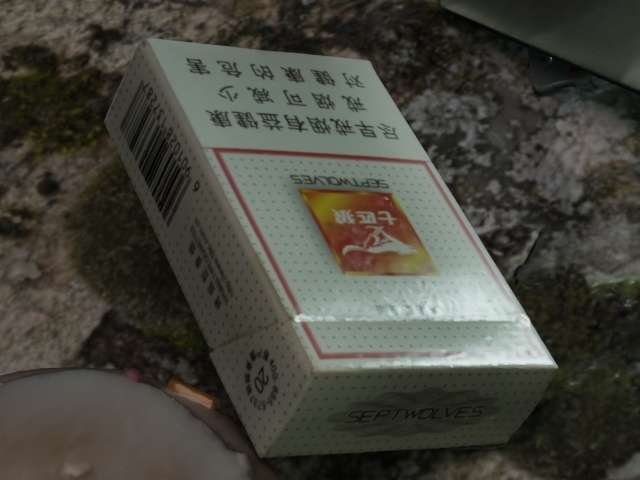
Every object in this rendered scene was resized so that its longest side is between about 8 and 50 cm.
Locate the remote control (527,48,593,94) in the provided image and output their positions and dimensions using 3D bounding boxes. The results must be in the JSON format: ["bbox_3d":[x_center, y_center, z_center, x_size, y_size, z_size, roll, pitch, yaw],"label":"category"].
[{"bbox_3d":[0.191,-0.199,1.448,0.050,0.027,0.184,-13,57,14],"label":"remote control"}]

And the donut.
[{"bbox_3d":[-0.180,0.262,1.125,0.382,0.142,0.383,-6,54,9],"label":"donut"}]

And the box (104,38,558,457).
[{"bbox_3d":[0.000,0.000,1.242,0.210,0.095,0.330,1,43,-34],"label":"box"}]

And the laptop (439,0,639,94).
[{"bbox_3d":[0.243,-0.215,1.391,0.269,0.015,0.188,31,77,42],"label":"laptop"}]
